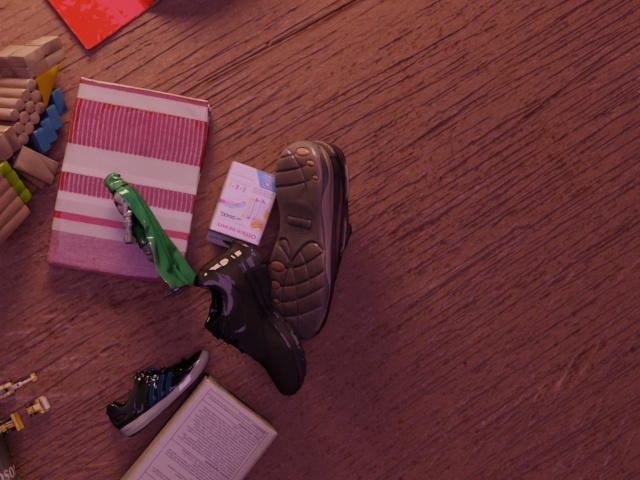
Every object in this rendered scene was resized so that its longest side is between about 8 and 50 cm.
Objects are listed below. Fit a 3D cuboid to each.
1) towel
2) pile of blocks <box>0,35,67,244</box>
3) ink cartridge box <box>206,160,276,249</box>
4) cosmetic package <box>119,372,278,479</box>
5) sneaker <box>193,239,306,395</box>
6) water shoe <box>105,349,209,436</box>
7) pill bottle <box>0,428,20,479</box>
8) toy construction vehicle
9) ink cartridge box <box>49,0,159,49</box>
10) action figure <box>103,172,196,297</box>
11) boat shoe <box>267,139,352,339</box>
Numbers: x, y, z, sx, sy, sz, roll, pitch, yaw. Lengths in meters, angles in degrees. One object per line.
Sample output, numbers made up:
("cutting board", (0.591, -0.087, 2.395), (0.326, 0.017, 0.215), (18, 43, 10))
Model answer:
("towel", (-0.330, -0.100, 1.715), (0.237, 0.037, 0.329), (10, 87, -8))
("pile of blocks", (-0.525, -0.173, 1.666), (0.112, 0.149, 0.362), (10, 75, 34))
("ink cartridge box", (-0.135, -0.053, 1.715), (0.092, 0.090, 0.143), (19, 86, -8))
("cosmetic package", (-0.230, 0.397, 1.686), (0.160, 0.113, 0.309), (40, 85, -6))
("sneaker", (-0.124, 0.148, 1.683), (0.130, 0.109, 0.286), (-31, 103, -25))
("water shoe", (-0.281, 0.248, 1.700), (0.203, 0.073, 0.080), (-43, 93, -7))
("pill bottle", (-0.580, 0.391, 1.610), (0.162, 0.162, 0.278), (-20, 93, -8))
("toy construction vehicle", (-0.518, 0.280, 1.683), (0.098, 0.035, 0.086), (-22, 93, -8))
("ink cartridge box", (-0.339, -0.565, 1.691), (0.385, 0.091, 0.308), (-38, 95, -8))
("action figure", (-0.294, -0.014, 1.652), (0.063, 0.137, 0.232), (-32, 84, 5))
("boat shoe", (0.000, 0.000, 1.703), (0.130, 0.132, 0.355), (-18, 120, -49))
